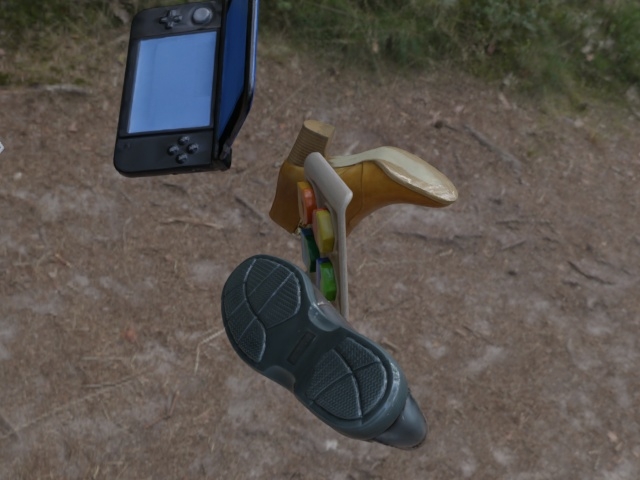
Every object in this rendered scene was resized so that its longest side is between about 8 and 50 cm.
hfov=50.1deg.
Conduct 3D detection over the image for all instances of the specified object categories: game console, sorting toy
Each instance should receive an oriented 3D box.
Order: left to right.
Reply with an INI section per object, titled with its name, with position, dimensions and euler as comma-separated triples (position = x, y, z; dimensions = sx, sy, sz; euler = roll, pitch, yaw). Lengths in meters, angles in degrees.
[game console]
position = -0.185, -0.257, 0.945
dimensions = 0.250, 0.173, 0.293
euler = -4, 68, 10
[sorting toy]
position = 0.000, 0.000, 0.970
dimensions = 0.038, 0.208, 0.193
euler = -5, 26, -14

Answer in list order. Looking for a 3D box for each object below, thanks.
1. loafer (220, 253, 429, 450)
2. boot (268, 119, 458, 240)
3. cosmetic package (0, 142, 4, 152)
[loafer]
position = -0.006, 0.100, 0.609
dimensions = 0.096, 0.084, 0.267
euler = -48, 37, -4
[boot]
position = 0.064, -0.061, 1.165
dimensions = 0.295, 0.211, 0.104
euler = 25, 33, 9
[cosmetic package]
position = -0.438, -0.052, 0.668
dimensions = 0.239, 0.060, 0.099
euler = -13, 37, 17
